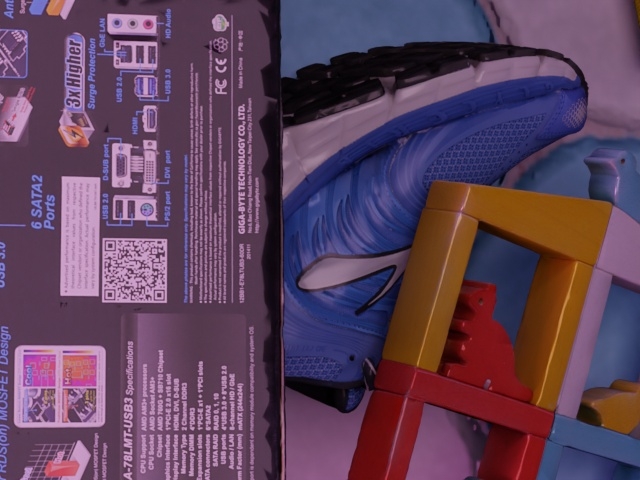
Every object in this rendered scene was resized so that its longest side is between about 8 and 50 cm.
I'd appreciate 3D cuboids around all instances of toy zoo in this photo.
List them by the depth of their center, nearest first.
[{"bbox_3d":[0.104,0.094,0.849,0.192,0.030,0.293,19,84,-36],"label":"toy zoo"}]

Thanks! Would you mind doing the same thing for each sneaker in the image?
[{"bbox_3d":[0.000,0.000,0.867,0.330,0.130,0.147,-28,109,-19],"label":"sneaker"}]

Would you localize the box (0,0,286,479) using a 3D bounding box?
[{"bbox_3d":[-0.163,-0.020,0.708,0.293,0.073,0.295,0,83,-10],"label":"box"}]

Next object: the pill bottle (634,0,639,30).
[{"bbox_3d":[0.195,-0.140,0.953,0.043,0.043,0.083,-9,83,-12],"label":"pill bottle"}]
